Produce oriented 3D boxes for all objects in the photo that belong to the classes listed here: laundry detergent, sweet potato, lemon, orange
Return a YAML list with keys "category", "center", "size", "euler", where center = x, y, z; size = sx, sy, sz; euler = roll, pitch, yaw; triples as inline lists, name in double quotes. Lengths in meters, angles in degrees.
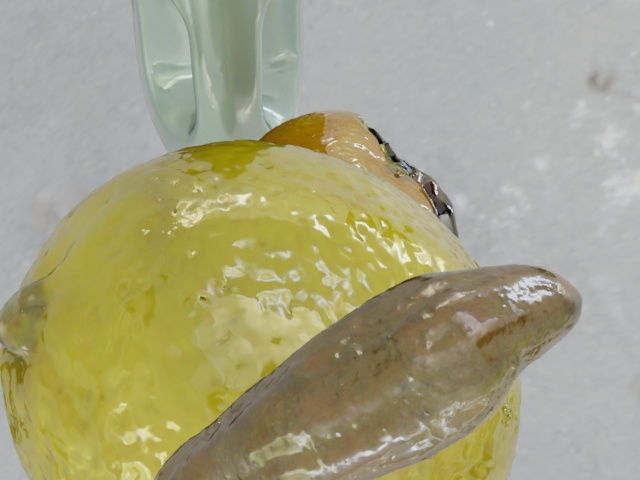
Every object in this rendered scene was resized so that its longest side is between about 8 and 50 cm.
- category: "laundry detergent"
  center: [-0.070, -0.222, 1.106]
  size: [0.124, 0.398, 0.264]
  euler: [-3, 63, -4]
- category: "sweet potato"
  center: [0.000, 0.061, 0.539]
  size: [0.053, 0.182, 0.054]
  euler: [47, 19, -34]
- category: "lemon"
  center: [-0.027, 0.074, 0.857]
  size: [0.267, 0.267, 0.267]
  euler: [5, 78, -23]
- category: "orange"
  center: [0.000, 0.000, 1.034]
  size: [0.112, 0.169, 0.160]
  euler: [-11, 92, -55]
